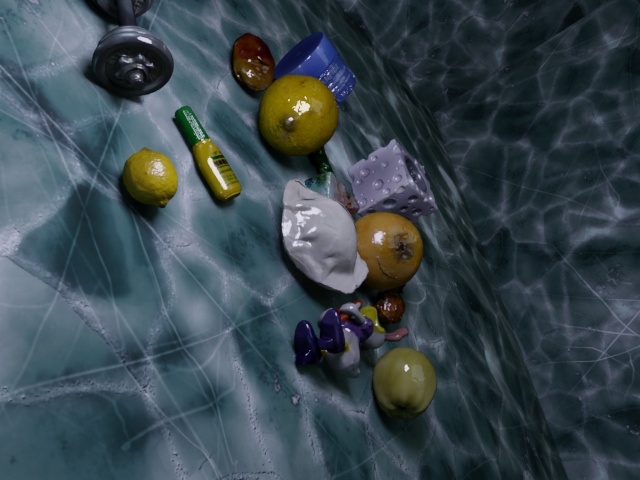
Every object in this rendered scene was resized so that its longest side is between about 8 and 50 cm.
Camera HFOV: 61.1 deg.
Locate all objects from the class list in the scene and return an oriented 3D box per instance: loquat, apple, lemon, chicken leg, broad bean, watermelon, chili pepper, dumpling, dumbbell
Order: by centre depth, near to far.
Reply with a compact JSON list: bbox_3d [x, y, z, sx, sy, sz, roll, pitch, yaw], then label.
[{"bbox_3d":[-0.354,-0.129,1.133,0.109,0.109,0.133,-15,85,-63],"label":"lemon"},{"bbox_3d":[-0.452,-0.513,1.271,0.179,0.179,0.406,20,45,-52],"label":"dumbbell"},{"bbox_3d":[0.239,0.404,1.543,0.200,0.200,0.200,41,32,-33],"label":"apple"},{"bbox_3d":[-0.001,-0.003,1.553,0.260,0.181,0.341,-56,135,-51],"label":"dumpling"},{"bbox_3d":[-0.073,-0.397,1.724,0.258,0.258,0.310,53,23,-14],"label":"lemon"},{"bbox_3d":[0.203,0.033,1.778,0.263,0.263,0.263,41,32,-33],"label":"loquat"},{"bbox_3d":[-0.225,-0.594,1.807,0.156,0.122,0.229,34,33,-45],"label":"broad bean"},{"bbox_3d":[0.059,-0.129,1.889,0.241,0.094,0.154,20,54,-56],"label":"watermelon"},{"bbox_3d":[0.250,0.190,1.891,0.113,0.093,0.304,44,24,-6],"label":"chicken leg"},{"bbox_3d":[-0.002,-0.304,1.970,0.098,0.061,0.224,37,29,-63],"label":"chili pepper"}]

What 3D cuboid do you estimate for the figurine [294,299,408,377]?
[{"bbox_3d":[0.091,0.263,1.464,0.421,0.154,0.193,-10,77,-60],"label":"figurine"}]

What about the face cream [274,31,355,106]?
[{"bbox_3d":[-0.019,-0.613,2.037,0.225,0.249,0.249,44,31,-31],"label":"face cream"}]

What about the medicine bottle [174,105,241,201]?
[{"bbox_3d":[-0.291,-0.221,1.384,0.261,0.064,0.095,59,27,0],"label":"medicine bottle"}]

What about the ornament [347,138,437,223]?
[{"bbox_3d":[0.287,-0.207,2.172,0.239,0.239,0.240,32,38,-44],"label":"ornament"}]
